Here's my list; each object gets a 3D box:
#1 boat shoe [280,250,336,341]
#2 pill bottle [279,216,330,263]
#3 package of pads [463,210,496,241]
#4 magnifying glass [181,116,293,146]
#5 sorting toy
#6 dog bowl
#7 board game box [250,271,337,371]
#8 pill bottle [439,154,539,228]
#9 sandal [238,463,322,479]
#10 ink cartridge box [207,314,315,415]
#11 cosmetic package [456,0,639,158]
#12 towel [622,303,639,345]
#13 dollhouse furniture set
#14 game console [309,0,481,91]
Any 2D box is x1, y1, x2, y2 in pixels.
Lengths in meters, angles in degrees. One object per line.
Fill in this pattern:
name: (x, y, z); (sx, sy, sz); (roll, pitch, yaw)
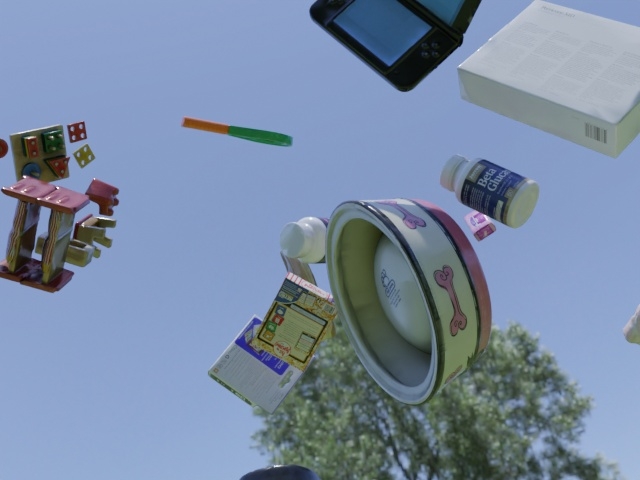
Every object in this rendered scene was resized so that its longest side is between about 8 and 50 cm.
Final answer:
boat shoe: (-0.065, 0.164, 2.557); (0.110, 0.341, 0.121); (-21, -25, -10)
pill bottle: (0.000, 0.000, 1.876); (0.193, 0.108, 0.108); (0, -29, -49)
package of pads: (0.353, -0.037, 1.799); (0.050, 0.083, 0.032); (-35, -62, 11)
magnifying glass: (-0.165, -0.217, 1.639); (0.231, 0.026, 0.092); (10, 0, -23)
sorting toy: (-0.644, -0.197, 1.918); (0.274, 0.046, 0.132); (-22, -60, -44)
dog bowl: (0.169, 0.100, 1.567); (0.150, 0.408, 0.408); (-19, -28, -22)
board game box: (-0.057, 0.193, 1.913); (0.147, 0.045, 0.193); (29, -72, 0)
pill bottle: (0.309, -0.097, 1.505); (0.094, 0.169, 0.094); (-34, -40, -35)
sandal: (-0.014, 0.506, 1.388); (0.168, 0.107, 0.446); (-20, -38, 15)
ink cartridge box: (-0.155, 0.334, 2.163); (0.208, 0.206, 0.045); (33, -29, 13)
cosmetic package: (0.517, -0.344, 1.668); (0.284, 0.377, 0.097); (-43, -40, -19)
towel: (0.694, 0.084, 1.261); (0.317, 0.053, 0.332); (23, -63, -2)
dollhouse furniture set: (-0.579, -0.046, 1.826); (0.152, 0.374, 0.201); (18, -73, -1)
game console: (0.149, -0.489, 1.607); (0.250, 0.293, 0.173); (-43, -19, -10)
